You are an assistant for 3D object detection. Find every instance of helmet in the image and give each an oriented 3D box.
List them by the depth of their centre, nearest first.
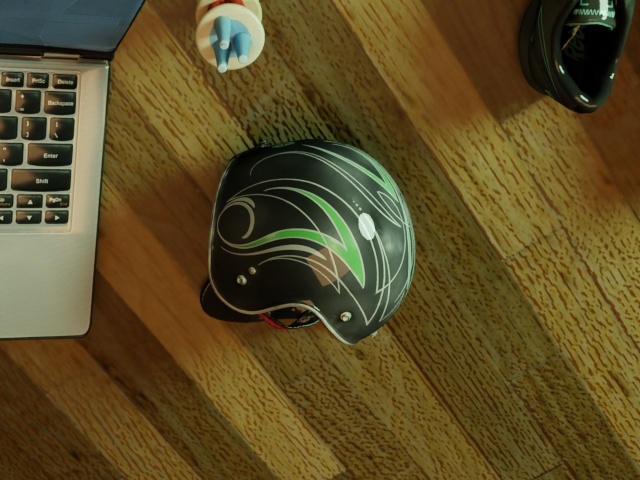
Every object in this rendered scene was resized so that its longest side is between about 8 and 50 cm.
[{"bbox_3d":[0.000,0.000,1.058,0.161,0.169,0.169,5,120,13],"label":"helmet"}]

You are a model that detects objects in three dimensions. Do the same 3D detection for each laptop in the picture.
[{"bbox_3d":[-0.320,-0.063,0.899,0.381,0.236,0.408,0,111,-22],"label":"laptop"}]

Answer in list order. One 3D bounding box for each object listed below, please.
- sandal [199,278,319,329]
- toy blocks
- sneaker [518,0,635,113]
[{"bbox_3d":[-0.021,0.053,1.156,0.179,0.040,0.067,3,119,-7],"label":"sandal"},{"bbox_3d":[-0.059,-0.196,0.954,0.054,0.148,0.123,14,117,-13],"label":"toy blocks"},{"bbox_3d":[0.220,-0.227,0.988,0.101,0.106,0.267,-1,118,-3],"label":"sneaker"}]
